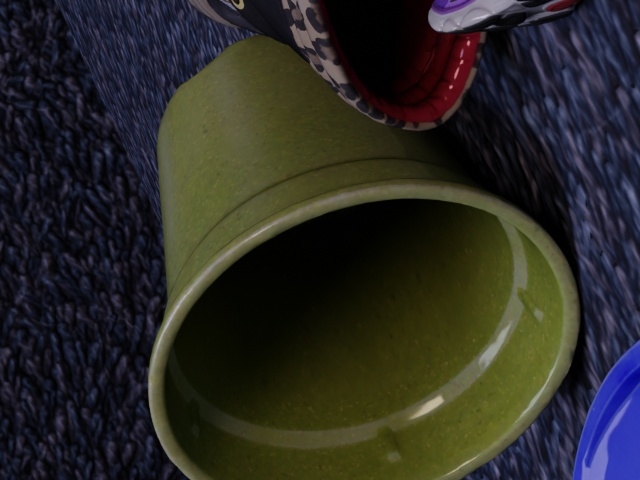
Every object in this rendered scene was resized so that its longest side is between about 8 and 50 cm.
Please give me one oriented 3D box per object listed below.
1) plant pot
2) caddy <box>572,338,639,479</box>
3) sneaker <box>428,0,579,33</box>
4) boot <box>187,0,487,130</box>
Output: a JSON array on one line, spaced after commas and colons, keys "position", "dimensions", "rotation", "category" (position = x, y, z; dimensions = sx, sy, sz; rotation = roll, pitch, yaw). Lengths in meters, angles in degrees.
[{"position": [0.000, 0.000, 1.280], "dimensions": [0.254, 0.276, 0.276], "rotation": [-112, 7, -49], "category": "plant pot"}, {"position": [0.235, 0.112, 0.648], "dimensions": [0.341, 0.179, 0.241], "rotation": [135, 126, -63], "category": "caddy"}, {"position": [0.105, -0.150, 0.997], "dimensions": [0.170, 0.068, 0.071], "rotation": [157, 104, -69], "category": "sneaker"}, {"position": [-0.029, -0.257, 1.136], "dimensions": [0.284, 0.138, 0.377], "rotation": [44, 152, 52], "category": "boot"}]
